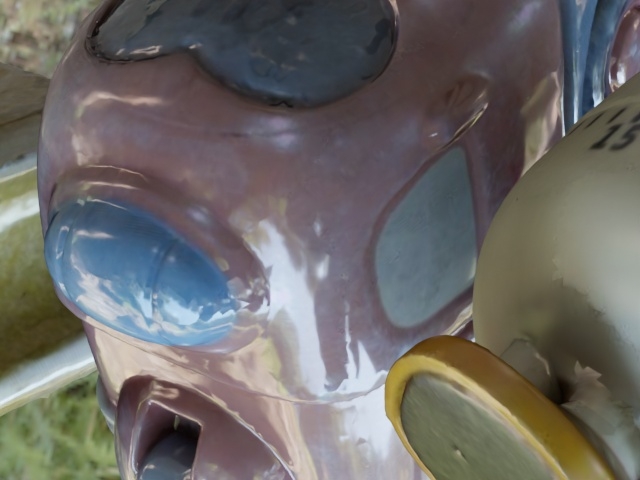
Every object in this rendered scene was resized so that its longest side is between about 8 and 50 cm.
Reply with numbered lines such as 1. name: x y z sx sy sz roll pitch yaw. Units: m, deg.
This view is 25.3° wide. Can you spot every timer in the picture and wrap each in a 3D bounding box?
1. timer: 0.167 0.039 0.418 0.233 0.240 0.233 45 163 18

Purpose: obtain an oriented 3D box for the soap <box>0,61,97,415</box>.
1. soap: -0.289 0.028 0.717 0.335 0.156 0.293 -24 -159 -25

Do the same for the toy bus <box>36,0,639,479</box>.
1. toy bus: 0.000 0.000 0.563 0.197 0.232 0.294 20 135 30
